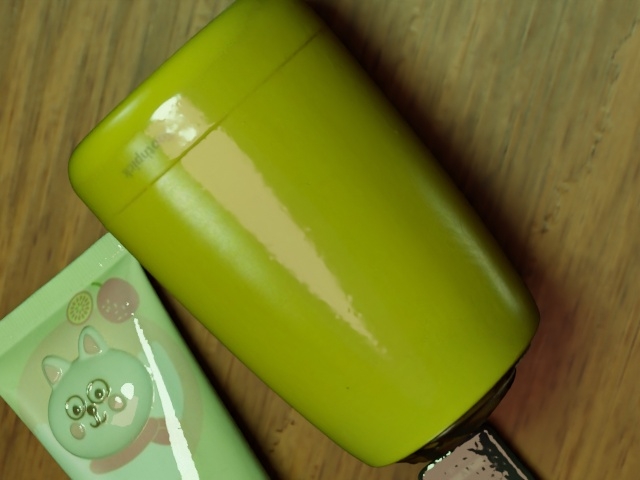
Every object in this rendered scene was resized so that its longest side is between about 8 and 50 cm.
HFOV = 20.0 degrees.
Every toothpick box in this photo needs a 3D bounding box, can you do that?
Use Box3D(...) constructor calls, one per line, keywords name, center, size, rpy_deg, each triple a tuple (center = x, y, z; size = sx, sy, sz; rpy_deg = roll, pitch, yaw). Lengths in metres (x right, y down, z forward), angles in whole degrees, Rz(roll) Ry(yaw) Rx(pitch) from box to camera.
Box3D(name="toothpick box", center=(0.000, 0.000, 1.061), size=(0.175, 0.175, 0.271), rpy_deg=(-40, 96, 20))

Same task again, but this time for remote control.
Box3D(name="remote control", center=(0.161, 0.223, 1.159), size=(0.063, 0.025, 0.245), rpy_deg=(-38, 93, 19))

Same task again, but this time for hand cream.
Box3D(name="hand cream", center=(-0.093, 0.154, 1.180), size=(0.147, 0.093, 0.306), rpy_deg=(-38, 84, 21))
